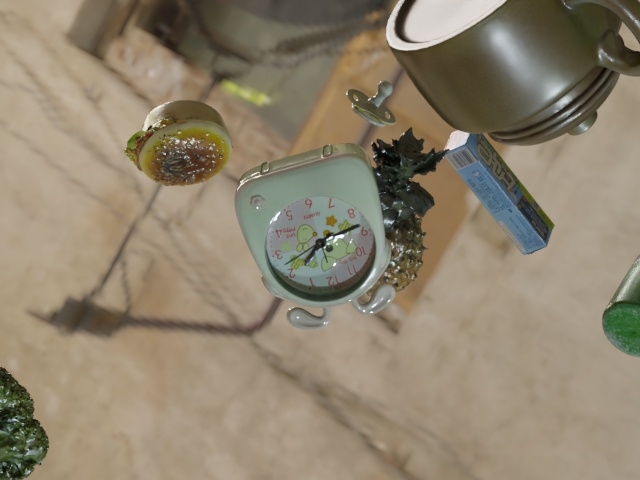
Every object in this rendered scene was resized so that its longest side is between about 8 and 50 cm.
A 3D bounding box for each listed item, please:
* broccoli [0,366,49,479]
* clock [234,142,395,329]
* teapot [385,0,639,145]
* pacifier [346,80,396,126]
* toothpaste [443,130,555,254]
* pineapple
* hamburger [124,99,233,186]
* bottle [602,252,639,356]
[{"bbox_3d":[-0.356,0.183,1.625,0.138,0.146,0.162,-89,-24,-64],"label":"broccoli"},{"bbox_3d":[0.000,0.000,1.745,0.151,0.191,0.062,-15,-161,6],"label":"clock"},{"bbox_3d":[0.182,-0.160,1.360,0.175,0.185,0.267,46,157,-26],"label":"teapot"},{"bbox_3d":[0.079,-0.199,2.326,0.083,0.064,0.068,29,-157,-12],"label":"pacifier"},{"bbox_3d":[0.244,-0.074,2.194,0.193,0.044,0.070,49,-138,-22],"label":"toothpaste"},{"bbox_3d":[0.085,-0.038,2.042,0.125,0.251,0.125,4,-129,-5],"label":"pineapple"},{"bbox_3d":[-0.186,-0.123,2.150,0.141,0.126,0.081,17,-135,-26],"label":"hamburger"},{"bbox_3d":[0.463,0.025,2.108,0.093,0.093,0.330,32,-135,11],"label":"bottle"}]
